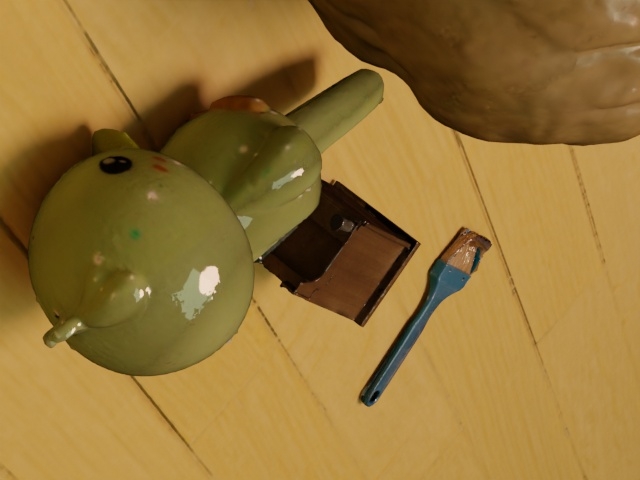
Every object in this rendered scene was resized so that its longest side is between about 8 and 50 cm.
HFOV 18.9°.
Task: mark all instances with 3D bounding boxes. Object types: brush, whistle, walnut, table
[{"bbox_3d":[0.080,0.063,1.518,0.164,0.014,0.051,-57,149,5],"label":"brush"},{"bbox_3d":[-0.071,-0.034,1.125,0.141,0.141,0.294,87,28,-47],"label":"whistle"},{"bbox_3d":[0.122,-0.194,1.056,0.282,0.277,0.253,-42,159,-14],"label":"walnut"},{"bbox_3d":[0.000,0.000,1.272,0.070,0.083,0.082,-56,146,7],"label":"table"}]
